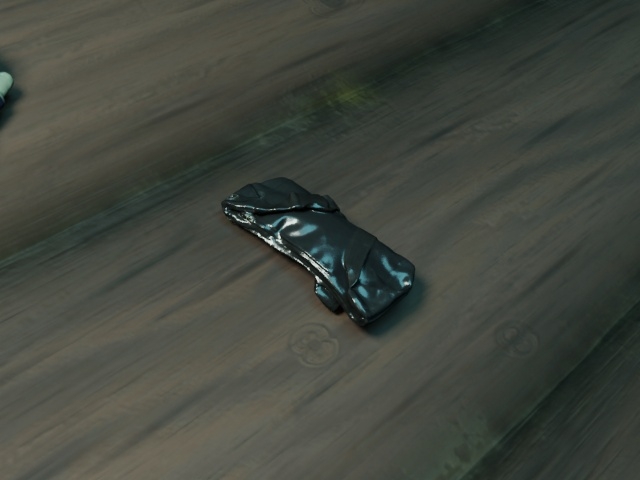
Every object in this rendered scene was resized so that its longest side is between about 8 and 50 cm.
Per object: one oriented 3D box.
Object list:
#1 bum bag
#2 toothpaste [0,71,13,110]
[{"bbox_3d":[0.000,0.000,1.128,0.248,0.060,0.123,40,50,12],"label":"bum bag"},{"bbox_3d":[-0.419,-0.121,1.067,0.062,0.037,0.216,24,53,0],"label":"toothpaste"}]
